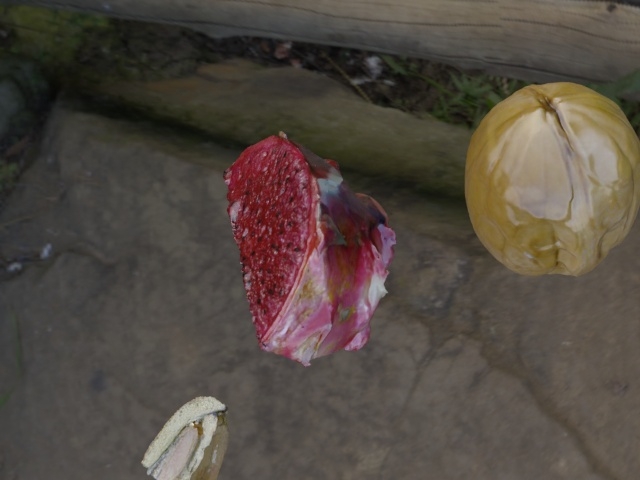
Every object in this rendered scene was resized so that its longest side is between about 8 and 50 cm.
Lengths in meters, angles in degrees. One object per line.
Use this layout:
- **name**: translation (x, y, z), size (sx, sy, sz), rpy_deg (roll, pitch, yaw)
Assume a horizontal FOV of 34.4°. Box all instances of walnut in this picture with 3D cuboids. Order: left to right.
- **walnut**: translation (0.208, -0.050, 0.929), size (0.159, 0.206, 0.159), rpy_deg (-7, 55, 11)

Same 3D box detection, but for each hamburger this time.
- **hamburger**: translation (-0.266, 0.424, 2.174), size (0.135, 0.155, 0.207), rpy_deg (19, 81, 24)

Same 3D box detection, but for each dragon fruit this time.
- **dragon fruit**: translation (0.011, -0.005, 1.004), size (0.126, 0.161, 0.274), rpy_deg (-44, 39, 25)

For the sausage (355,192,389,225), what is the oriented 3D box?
- **sausage**: translation (0.068, -0.037, 1.579), size (0.059, 0.054, 0.094), rpy_deg (-68, 27, 14)
